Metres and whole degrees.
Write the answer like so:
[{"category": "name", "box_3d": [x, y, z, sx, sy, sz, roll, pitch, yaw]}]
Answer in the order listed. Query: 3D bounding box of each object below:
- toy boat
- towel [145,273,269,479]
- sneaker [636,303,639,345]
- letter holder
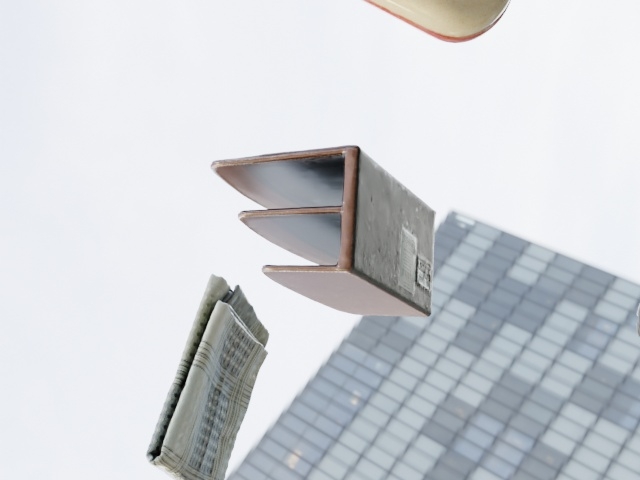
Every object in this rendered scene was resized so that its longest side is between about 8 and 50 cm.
[{"category": "toy boat", "box_3d": [0.111, -0.317, 1.330, 0.151, 0.231, 0.151, -61, -2, -3]}, {"category": "towel", "box_3d": [-0.166, 0.247, 1.889, 0.312, 0.056, 0.324, 61, -137, -63]}, {"category": "sneaker", "box_3d": [0.505, 0.175, 1.475, 0.101, 0.267, 0.106, -5, -29, -42]}, {"category": "letter holder", "box_3d": [0.000, 0.000, 1.479, 0.302, 0.214, 0.152, 31, -120, -63]}]
